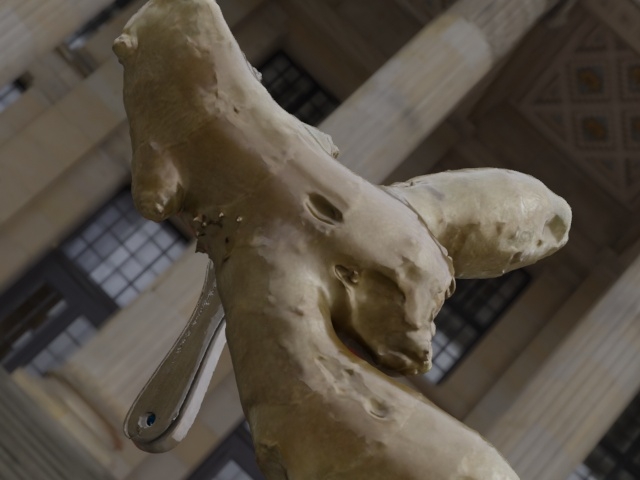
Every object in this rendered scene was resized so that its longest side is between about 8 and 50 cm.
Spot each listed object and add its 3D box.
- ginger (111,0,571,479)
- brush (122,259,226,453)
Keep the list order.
[{"bbox_3d":[-0.010,0.019,0.846,0.348,0.363,0.122,26,-39,-6],"label":"ginger"},{"bbox_3d":[-0.087,0.037,1.180,0.070,0.327,0.065,12,-33,26],"label":"brush"}]
